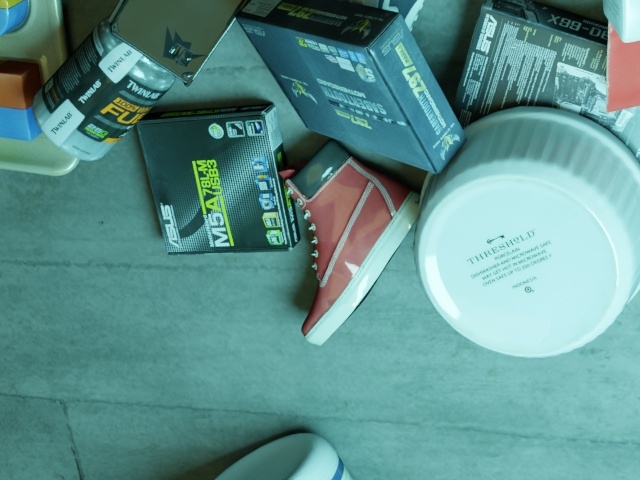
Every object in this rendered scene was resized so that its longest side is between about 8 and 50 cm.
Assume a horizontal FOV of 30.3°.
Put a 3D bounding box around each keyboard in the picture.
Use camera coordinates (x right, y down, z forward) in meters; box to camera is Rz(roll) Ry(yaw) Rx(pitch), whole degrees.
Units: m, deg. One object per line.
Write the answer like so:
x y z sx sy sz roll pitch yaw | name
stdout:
-0.080 -0.315 1.342 0.201 0.033 0.317 34 106 -11 | keyboard

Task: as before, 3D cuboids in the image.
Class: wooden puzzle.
-0.484 -0.259 1.544 0.322 0.080 0.348 8 116 18 | wooden puzzle

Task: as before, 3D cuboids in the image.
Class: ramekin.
0.224 0.004 1.276 0.272 0.127 0.273 9 118 17 | ramekin

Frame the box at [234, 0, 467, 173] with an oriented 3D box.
0.031 -0.176 1.277 0.232 0.059 0.183 25 158 46 | box

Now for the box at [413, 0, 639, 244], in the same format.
0.261 -0.097 1.334 0.242 0.076 0.308 19 120 11 | box

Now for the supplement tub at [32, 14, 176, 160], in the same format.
-0.257 -0.198 1.458 0.117 0.117 0.190 47 116 -4 | supplement tub

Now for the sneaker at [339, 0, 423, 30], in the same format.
0.084 -0.261 1.320 0.094 0.153 0.235 32 161 32 | sneaker

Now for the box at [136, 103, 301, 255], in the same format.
-0.130 -0.076 1.514 0.184 0.045 0.191 -2 113 20 | box

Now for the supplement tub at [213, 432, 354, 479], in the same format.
-0.010 0.453 1.606 0.235 0.235 0.325 -26 102 29 | supplement tub

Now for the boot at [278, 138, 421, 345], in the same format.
0.000 0.000 1.479 0.176 0.088 0.244 33 113 4 | boot

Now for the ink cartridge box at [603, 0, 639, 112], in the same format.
0.417 -0.237 1.106 0.296 0.066 0.261 -12 131 1 | ink cartridge box
